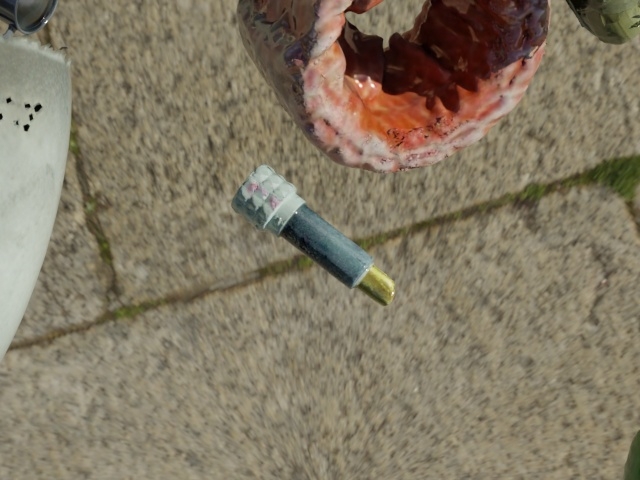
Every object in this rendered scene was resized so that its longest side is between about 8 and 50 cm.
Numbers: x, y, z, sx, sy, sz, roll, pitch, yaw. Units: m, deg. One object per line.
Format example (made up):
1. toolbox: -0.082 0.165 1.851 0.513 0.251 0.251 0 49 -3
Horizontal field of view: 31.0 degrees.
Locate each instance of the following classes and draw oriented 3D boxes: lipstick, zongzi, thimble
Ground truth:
1. lipstick: 0.000 0.000 0.715 0.116 0.037 0.037 37 79 5
2. zongzi: 0.217 -0.179 0.845 0.055 0.119 0.109 -37 117 7
3. thimble: 0.056 -0.183 0.971 0.239 0.239 0.162 -23 42 -5

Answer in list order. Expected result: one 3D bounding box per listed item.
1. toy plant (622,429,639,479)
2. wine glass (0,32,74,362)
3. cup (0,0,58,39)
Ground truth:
1. toy plant: 0.303 0.404 1.187 0.356 0.210 0.317 -38 114 3
2. wine glass: -0.227 0.051 0.525 0.190 0.190 0.357 9 92 2
3. cup: -0.354 -0.273 1.299 0.077 0.078 0.100 27 81 15
